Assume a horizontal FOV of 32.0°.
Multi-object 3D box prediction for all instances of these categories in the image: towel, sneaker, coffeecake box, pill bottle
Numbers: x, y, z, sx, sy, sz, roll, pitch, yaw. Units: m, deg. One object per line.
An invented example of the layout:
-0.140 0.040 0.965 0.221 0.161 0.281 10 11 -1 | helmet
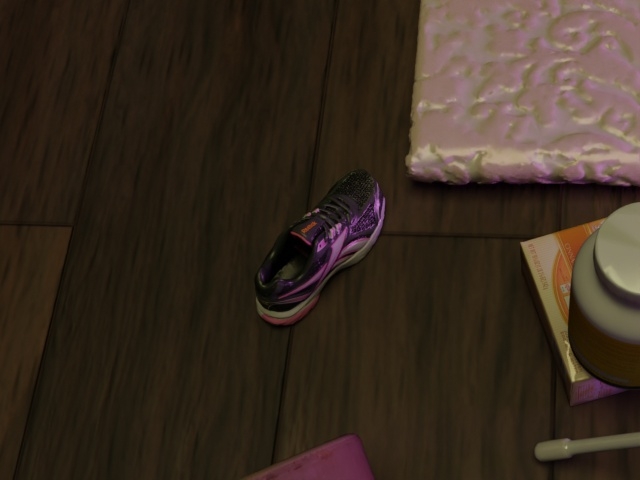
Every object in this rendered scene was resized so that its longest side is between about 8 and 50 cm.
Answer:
0.261 -0.194 1.138 0.332 0.053 0.317 1 63 11 | towel
0.000 0.000 1.078 0.072 0.077 0.178 27 71 21 | sneaker
0.290 0.049 1.000 0.185 0.068 0.142 -17 61 2 | coffeecake box
0.246 0.043 0.868 0.103 0.184 0.103 -4 65 9 | pill bottle

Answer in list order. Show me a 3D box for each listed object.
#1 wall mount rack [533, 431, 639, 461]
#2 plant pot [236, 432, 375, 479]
0.320 0.258 0.863 0.304 0.130 0.350 3 64 9 | wall mount rack
-0.045 0.301 0.858 0.263 0.263 0.229 -24 79 -1 | plant pot
